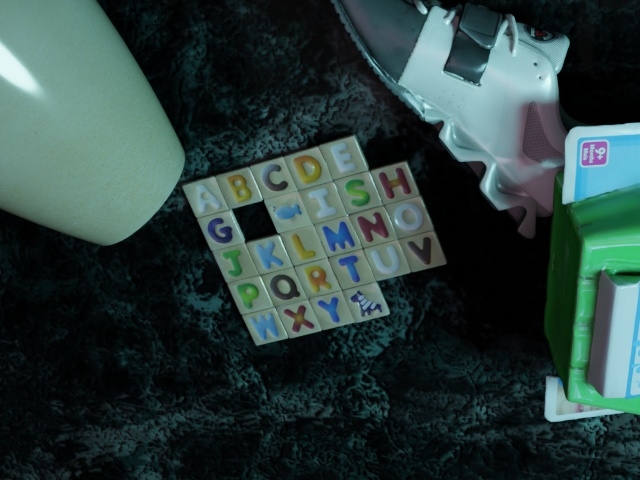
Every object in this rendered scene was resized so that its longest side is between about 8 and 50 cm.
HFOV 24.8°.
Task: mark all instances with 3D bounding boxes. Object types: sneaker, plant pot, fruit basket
[{"bbox_3d":[0.138,-0.165,1.299,0.146,0.122,0.330,-39,108,20],"label":"sneaker"},{"bbox_3d":[-0.265,-0.127,1.371,0.256,0.256,0.274,-33,121,28],"label":"plant pot"},{"bbox_3d":[0.381,0.036,1.290,0.353,0.165,0.327,0,126,1],"label":"fruit basket"}]

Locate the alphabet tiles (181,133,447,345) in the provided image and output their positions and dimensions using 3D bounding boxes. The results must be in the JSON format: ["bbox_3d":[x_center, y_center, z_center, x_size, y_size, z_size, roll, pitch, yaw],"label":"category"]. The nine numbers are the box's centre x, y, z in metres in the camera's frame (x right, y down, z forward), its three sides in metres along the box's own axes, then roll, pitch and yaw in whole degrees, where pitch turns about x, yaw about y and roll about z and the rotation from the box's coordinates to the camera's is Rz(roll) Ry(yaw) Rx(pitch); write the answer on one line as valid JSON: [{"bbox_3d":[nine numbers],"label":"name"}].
[{"bbox_3d":[0.000,0.000,1.479,0.237,0.009,0.198,-15,112,23],"label":"alphabet tiles"}]
